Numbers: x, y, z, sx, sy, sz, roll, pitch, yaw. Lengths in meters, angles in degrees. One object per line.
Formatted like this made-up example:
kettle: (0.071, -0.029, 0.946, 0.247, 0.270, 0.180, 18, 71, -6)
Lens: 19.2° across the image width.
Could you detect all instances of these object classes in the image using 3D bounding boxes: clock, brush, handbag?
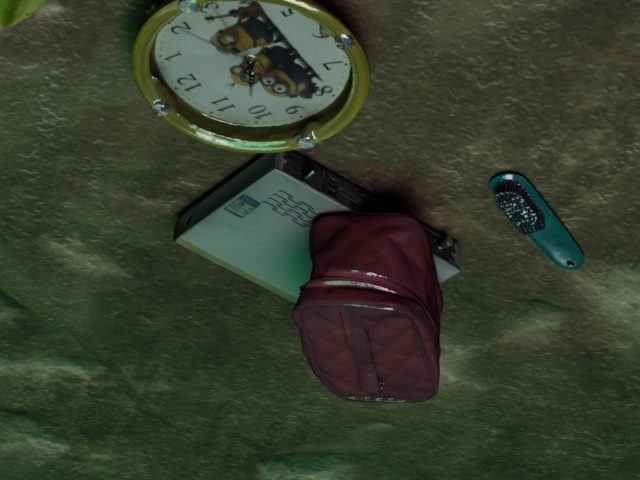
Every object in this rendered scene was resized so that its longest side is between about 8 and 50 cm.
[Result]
clock: (-0.066, -0.178, 1.849, 0.237, 0.057, 0.237, 3, 142, 2)
brush: (0.240, -0.011, 2.077, 0.043, 0.032, 0.193, -18, 138, 26)
handbag: (0.056, 0.078, 2.050, 0.146, 0.135, 0.225, 0, 146, 12)

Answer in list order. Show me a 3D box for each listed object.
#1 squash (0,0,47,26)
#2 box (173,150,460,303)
squash: (-0.267, -0.291, 1.691, 0.083, 0.083, 0.250, 6, 147, -5)
box: (0.000, 0.000, 2.100, 0.270, 0.045, 0.211, 27, 138, -29)
